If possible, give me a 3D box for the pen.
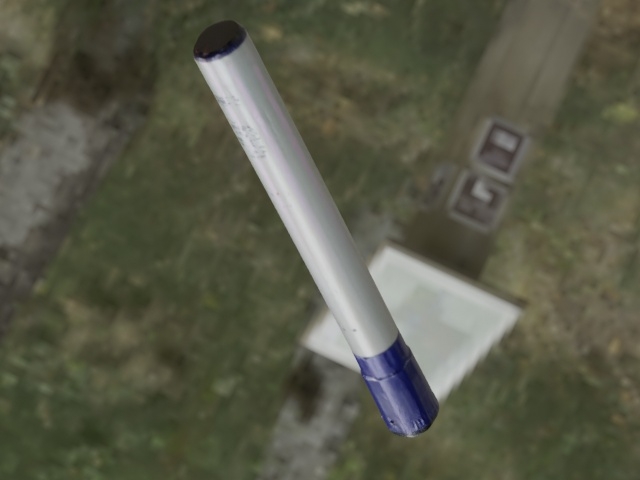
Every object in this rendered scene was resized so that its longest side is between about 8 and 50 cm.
[{"bbox_3d":[0.000,0.000,1.045,0.033,0.033,0.269,17,144,48],"label":"pen"}]
